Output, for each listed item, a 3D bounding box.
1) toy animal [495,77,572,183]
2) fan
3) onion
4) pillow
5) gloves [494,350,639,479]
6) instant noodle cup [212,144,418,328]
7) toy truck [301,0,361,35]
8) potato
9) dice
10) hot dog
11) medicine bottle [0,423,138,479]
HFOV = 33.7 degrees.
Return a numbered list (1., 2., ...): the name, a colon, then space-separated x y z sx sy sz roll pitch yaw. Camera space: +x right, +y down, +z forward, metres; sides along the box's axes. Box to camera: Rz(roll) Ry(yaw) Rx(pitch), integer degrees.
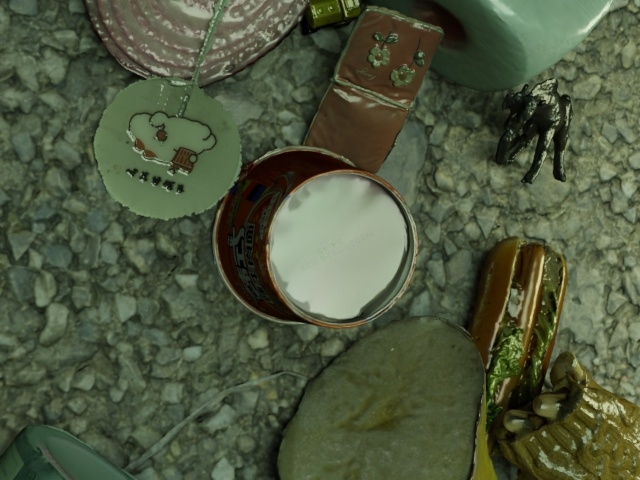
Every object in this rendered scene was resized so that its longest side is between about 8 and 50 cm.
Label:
1. toy animal: 0.320 -0.162 1.514 0.232 0.084 0.148 -9 126 -58
2. fan: -0.170 -0.180 1.348 0.191 0.009 0.329 19 102 -10
3. onion: -0.175 -0.326 1.356 0.247 0.111 0.250 -37 115 6
4. pillow: 0.070 -0.201 1.422 0.126 0.043 0.232 16 120 -15
5. gloves: 0.385 0.288 1.491 0.356 0.155 0.203 35 65 -40
6. instant noodle cup: 0.000 0.000 1.358 0.250 0.192 0.250 -1 95 -17
7. toy truck: 0.014 -0.315 1.447 0.083 0.054 0.049 -18 96 -21
8. potato: 0.123 0.350 1.435 0.397 0.290 0.296 -82 151 -42
9. dice: 0.233 -0.378 1.419 0.268 0.264 0.262 42 76 -15
10. hot dog: 0.273 0.164 1.524 0.135 0.100 0.337 18 83 -21
11. medicine bottle: -0.329 0.397 1.220 0.245 0.245 0.290 38 86 -17
